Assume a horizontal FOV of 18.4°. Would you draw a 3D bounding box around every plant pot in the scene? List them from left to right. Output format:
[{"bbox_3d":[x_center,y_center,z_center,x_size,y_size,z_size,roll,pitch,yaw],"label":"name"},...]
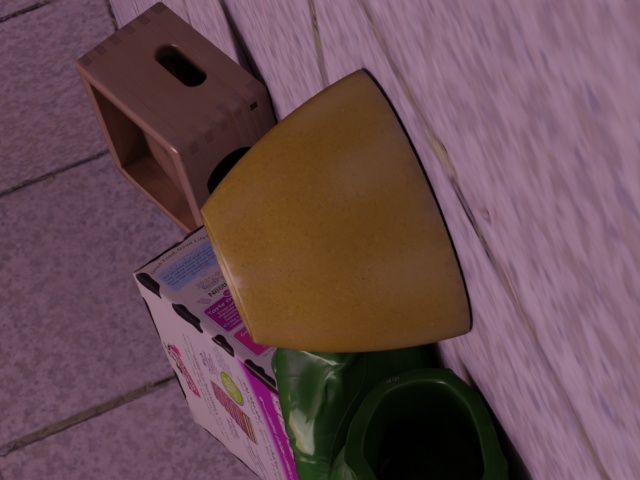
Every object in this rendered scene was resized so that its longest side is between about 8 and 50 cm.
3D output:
[{"bbox_3d":[0.000,0.000,0.924,0.134,0.095,0.134,157,90,-85],"label":"plant pot"}]

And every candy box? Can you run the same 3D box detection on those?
[{"bbox_3d":[-0.020,0.108,1.352,0.233,0.071,0.159,35,152,43],"label":"candy box"}]

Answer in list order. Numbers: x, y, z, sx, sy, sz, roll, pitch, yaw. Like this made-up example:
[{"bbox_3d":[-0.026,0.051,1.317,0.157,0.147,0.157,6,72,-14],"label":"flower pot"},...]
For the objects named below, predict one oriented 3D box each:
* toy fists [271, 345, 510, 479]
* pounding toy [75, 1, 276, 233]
[{"bbox_3d":[0.036,0.115,1.047,0.279,0.096,0.142,-122,10,-53],"label":"toy fists"},{"bbox_3d":[-0.070,-0.046,1.468,0.181,0.094,0.206,41,160,33],"label":"pounding toy"}]
